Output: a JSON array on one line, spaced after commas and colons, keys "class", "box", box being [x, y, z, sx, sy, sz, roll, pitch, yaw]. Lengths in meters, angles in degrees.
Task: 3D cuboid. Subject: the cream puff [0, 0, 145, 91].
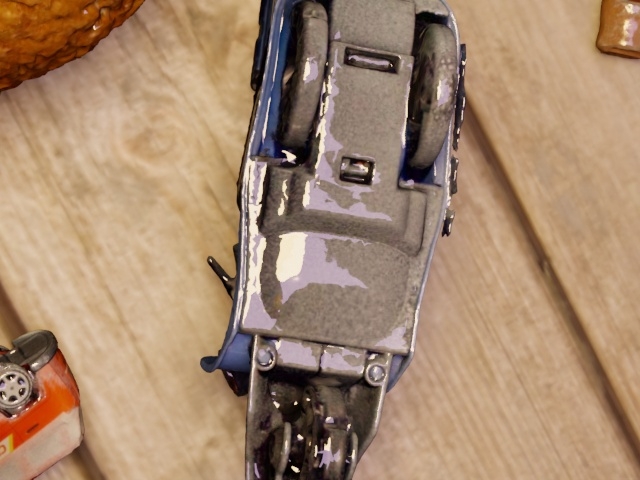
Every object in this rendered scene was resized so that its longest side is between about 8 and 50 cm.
[{"class": "cream puff", "box": [-0.190, -0.220, 0.894, 0.303, 0.212, 0.303, -3, 82, 25]}]

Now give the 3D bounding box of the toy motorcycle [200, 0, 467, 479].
[{"class": "toy motorcycle", "box": [0.000, 0.000, 0.966, 0.125, 0.212, 0.358, 10, 83, -12]}]

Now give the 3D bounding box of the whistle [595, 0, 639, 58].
[{"class": "whistle", "box": [0.224, -0.235, 1.096, 0.107, 0.057, 0.220, 7, 93, -28]}]

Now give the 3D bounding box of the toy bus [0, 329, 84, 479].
[{"class": "toy bus", "box": [-0.221, 0.129, 0.973, 0.174, 0.079, 0.077, -34, 106, -13]}]
